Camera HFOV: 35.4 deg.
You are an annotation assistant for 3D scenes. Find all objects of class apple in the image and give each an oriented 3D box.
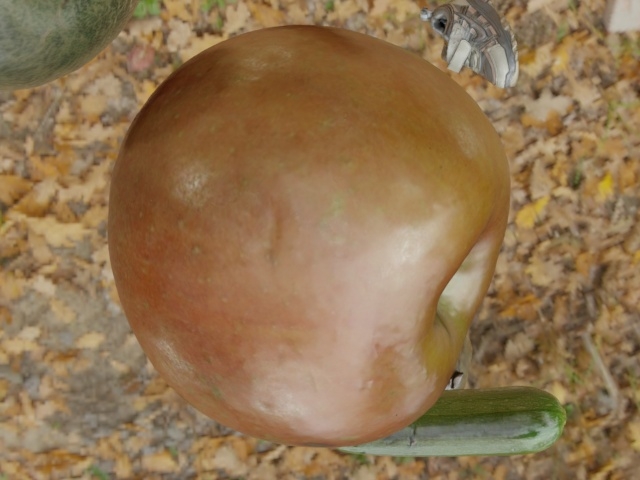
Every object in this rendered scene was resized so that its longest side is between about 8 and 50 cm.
[{"bbox_3d":[0.000,0.000,0.602,0.253,0.254,0.253,-8,141,-7],"label":"apple"}]

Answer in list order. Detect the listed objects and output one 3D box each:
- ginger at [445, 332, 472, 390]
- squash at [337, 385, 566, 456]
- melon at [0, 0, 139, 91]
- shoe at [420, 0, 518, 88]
[{"bbox_3d":[-0.015,0.122,1.187,0.375,0.256,0.176,2,96,3],"label":"ginger"},{"bbox_3d":[0.114,0.171,0.946,0.228,0.066,0.066,-2,142,10],"label":"squash"},{"bbox_3d":[-0.241,-0.234,0.651,0.248,0.249,0.329,-19,160,7],"label":"melon"},{"bbox_3d":[0.212,-0.285,1.420,0.092,0.180,0.089,-20,152,-6],"label":"shoe"}]
